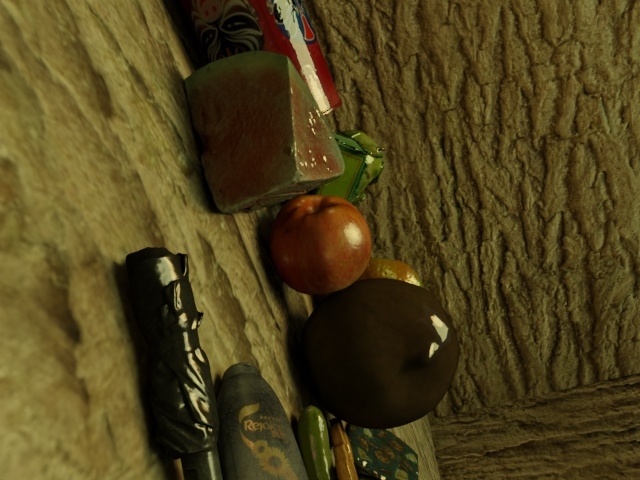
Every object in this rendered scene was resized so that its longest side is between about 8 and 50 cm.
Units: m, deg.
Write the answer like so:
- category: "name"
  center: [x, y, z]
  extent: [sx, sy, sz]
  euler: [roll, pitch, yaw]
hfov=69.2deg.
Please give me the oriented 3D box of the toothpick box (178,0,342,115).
- category: "toothpick box"
  center: [-0.114, -0.364, 0.827]
  extent: [0.204, 0.204, 0.333]
  euler: [-83, 152, -65]

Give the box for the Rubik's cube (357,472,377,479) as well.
- category: "Rubik's cube"
  center: [0.194, 0.637, 1.050]
  extent: [0.233, 0.228, 0.228]
  euler: [37, -58, 36]

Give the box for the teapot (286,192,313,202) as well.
- category: "teapot"
  center: [-0.048, -0.106, 1.116]
  extent: [0.091, 0.092, 0.124]
  euler: [-118, -173, -50]

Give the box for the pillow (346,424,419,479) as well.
- category: "pillow"
  center: [0.140, 0.473, 1.037]
  extent: [0.189, 0.034, 0.255]
  euler: [34, 5, 11]

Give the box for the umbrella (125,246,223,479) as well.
- category: "umbrella"
  center: [-0.131, 0.122, 0.425]
  extent: [0.066, 0.059, 0.236]
  euler: [3, 71, -55]

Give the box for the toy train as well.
- category: "toy train"
  center: [-0.001, -0.173, 1.028]
  extent: [0.272, 0.188, 0.159]
  euler: [-98, -152, -70]

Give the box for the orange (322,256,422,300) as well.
- category: "orange"
  center: [0.135, 0.191, 1.128]
  extent: [0.196, 0.262, 0.335]
  euler: [-52, 134, -58]

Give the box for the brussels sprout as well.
- category: "brussels sprout"
  center: [0.100, -0.257, 1.646]
  extent: [0.227, 0.259, 0.294]
  euler: [39, 9, -7]

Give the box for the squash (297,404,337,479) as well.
- category: "squash"
  center: [-0.001, 0.355, 0.731]
  extent: [0.052, 0.052, 0.183]
  euler: [24, 51, -76]

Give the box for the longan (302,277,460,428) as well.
- category: "longan"
  center: [0.115, 0.211, 0.888]
  extent: [0.297, 0.297, 0.297]
  euler: [-17, 90, -79]

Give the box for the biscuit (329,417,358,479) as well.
- category: "biscuit"
  center: [0.044, 0.392, 0.815]
  extent: [0.236, 0.040, 0.144]
  euler: [96, -25, -76]

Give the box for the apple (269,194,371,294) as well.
- category: "apple"
  center: [0.000, 0.000, 0.888]
  extent: [0.209, 0.209, 0.164]
  euler: [-85, 165, -63]

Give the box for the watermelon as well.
- category: "watermelon"
  center: [-0.104, -0.141, 0.708]
  extent: [0.262, 0.213, 0.201]
  euler: [61, 31, -26]

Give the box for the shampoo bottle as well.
- category: "shampoo bottle"
  center: [-0.062, 0.220, 0.469]
  extent: [0.049, 0.087, 0.234]
  euler: [-66, -152, 21]
